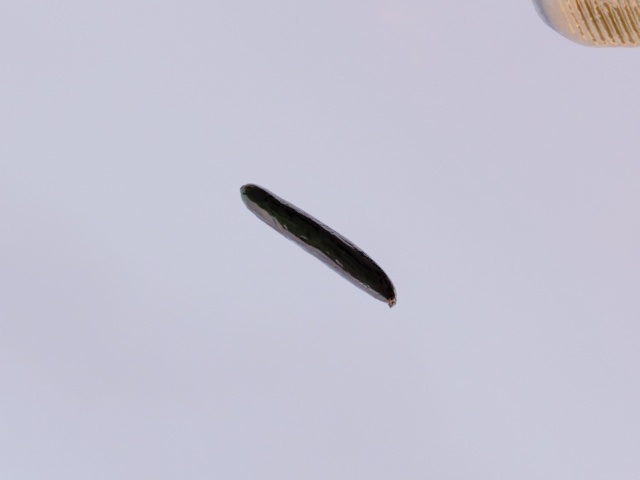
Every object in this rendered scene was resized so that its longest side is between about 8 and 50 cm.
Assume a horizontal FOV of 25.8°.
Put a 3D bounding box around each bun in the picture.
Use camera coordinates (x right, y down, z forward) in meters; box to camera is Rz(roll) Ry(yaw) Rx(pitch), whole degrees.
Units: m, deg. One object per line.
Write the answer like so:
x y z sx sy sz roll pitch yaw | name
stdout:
0.342 -0.316 1.598 0.222 0.222 0.127 20 -124 -21 | bun

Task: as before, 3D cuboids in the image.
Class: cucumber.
0.000 0.000 1.306 0.184 0.033 0.036 34 -129 13 | cucumber
